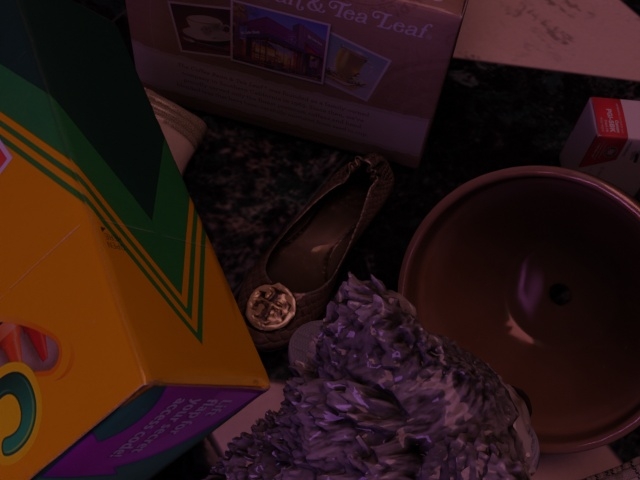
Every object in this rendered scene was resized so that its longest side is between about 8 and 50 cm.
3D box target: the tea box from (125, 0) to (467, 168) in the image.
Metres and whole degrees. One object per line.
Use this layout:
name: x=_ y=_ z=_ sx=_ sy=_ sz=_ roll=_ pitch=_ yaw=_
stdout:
tea box: x=0.001 y=-0.298 z=0.862 sx=0.329 sy=0.220 sz=0.323 roll=16 pitch=55 yaw=5

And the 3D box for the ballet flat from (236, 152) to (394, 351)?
ballet flat: x=0.000 y=0.000 z=0.759 sx=0.084 sy=0.058 sz=0.250 roll=30 pitch=58 yaw=14

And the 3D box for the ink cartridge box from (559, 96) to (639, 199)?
ink cartridge box: x=0.335 y=-0.093 z=0.832 sx=0.135 sy=0.099 sz=0.056 roll=4 pitch=56 yaw=-2

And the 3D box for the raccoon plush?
raccoon plush: x=-0.047 y=0.227 z=0.457 sx=0.216 sy=0.299 sz=0.446 roll=38 pitch=61 yaw=18

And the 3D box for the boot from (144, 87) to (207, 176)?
boot: x=-0.232 y=-0.085 z=0.781 sx=0.213 sy=0.077 sz=0.165 roll=15 pitch=56 yaw=-2

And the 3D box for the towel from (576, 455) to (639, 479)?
towel: x=0.293 y=0.294 z=0.544 sx=0.324 sy=0.056 sz=0.312 roll=-25 pitch=60 yaw=5

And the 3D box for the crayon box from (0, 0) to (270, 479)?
crayon box: x=-0.242 y=0.058 z=0.536 sx=0.106 sy=0.363 sz=0.313 roll=19 pitch=38 yaw=-51

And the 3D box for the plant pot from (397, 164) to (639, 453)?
plant pot: x=0.196 y=0.054 z=0.684 sx=0.237 sy=0.237 sz=0.110 roll=44 pitch=23 yaw=21

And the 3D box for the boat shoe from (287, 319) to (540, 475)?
boat shoe: x=0.067 y=0.148 z=0.657 sx=0.226 sy=0.075 sz=0.083 roll=28 pitch=51 yaw=27
